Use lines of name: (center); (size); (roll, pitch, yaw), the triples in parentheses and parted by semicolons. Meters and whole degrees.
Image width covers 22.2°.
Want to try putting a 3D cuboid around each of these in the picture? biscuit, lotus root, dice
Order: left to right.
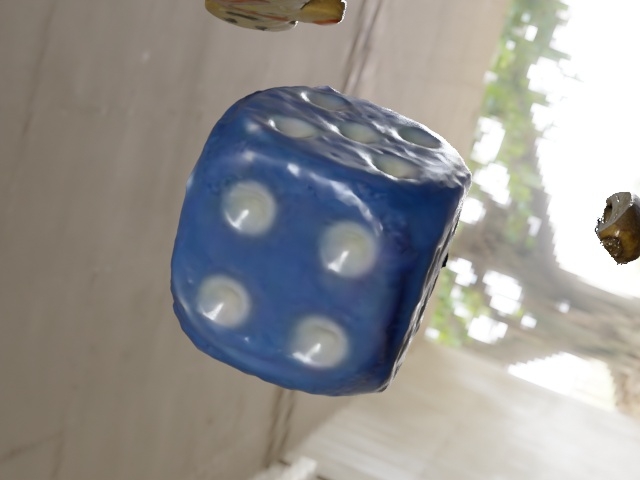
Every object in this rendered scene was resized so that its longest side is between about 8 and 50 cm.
biscuit: (-0.052, -0.209, 1.360); (0.234, 0.153, 0.030); (153, 132, -80)
dice: (0.000, 0.000, 0.963); (0.143, 0.146, 0.146); (-50, -21, -63)
lotus root: (0.212, -0.009, 1.124); (0.030, 0.037, 0.083); (-29, 10, 24)
